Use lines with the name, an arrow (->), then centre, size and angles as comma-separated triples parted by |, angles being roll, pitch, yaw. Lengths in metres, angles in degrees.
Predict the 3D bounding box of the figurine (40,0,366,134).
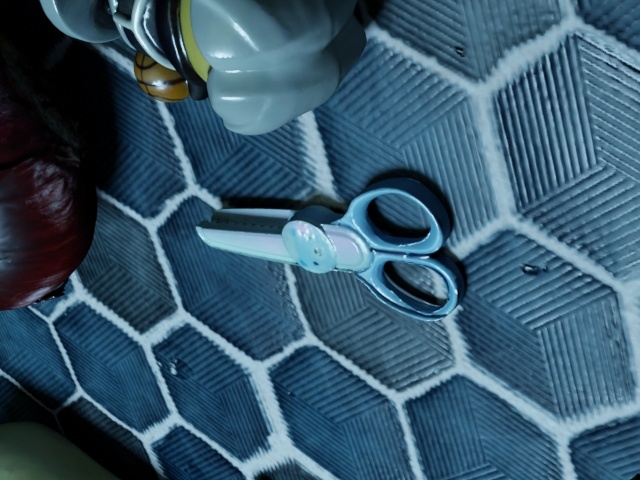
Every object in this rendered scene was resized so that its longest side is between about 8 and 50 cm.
figurine -> -0.081, -0.162, 0.891 | 0.236, 0.133, 0.176 | 22, 144, 33

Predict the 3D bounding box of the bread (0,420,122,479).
bread -> -0.309, 0.425, 1.504 | 0.376, 0.253, 0.348 | 31, 135, 18

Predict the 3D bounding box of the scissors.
scissors -> 0.000, 0.000, 1.028 | 0.256, 0.030, 0.125 | 6, 126, 37

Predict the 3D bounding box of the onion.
onion -> -0.344, -0.066, 1.136 | 0.314, 0.232, 0.314 | 24, 134, 27

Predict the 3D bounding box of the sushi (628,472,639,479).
sushi -> 0.260, 0.268, 0.931 | 0.127, 0.124, 0.225 | 22, 136, 27
